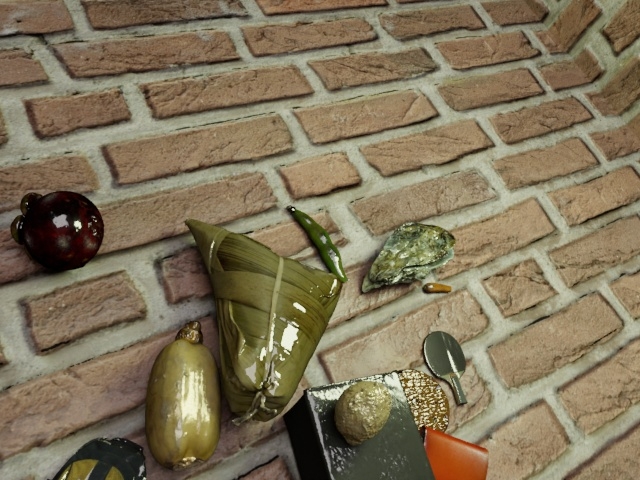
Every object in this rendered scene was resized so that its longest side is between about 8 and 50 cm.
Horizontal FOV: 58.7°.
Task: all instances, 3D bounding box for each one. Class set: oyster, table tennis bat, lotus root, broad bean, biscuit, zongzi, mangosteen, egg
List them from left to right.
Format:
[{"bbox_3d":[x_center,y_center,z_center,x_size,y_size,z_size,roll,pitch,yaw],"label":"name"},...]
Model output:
[{"bbox_3d":[-0.628,-0.023,1.372,0.210,0.210,0.209,10,57,-16],"label":"mangosteen"},{"bbox_3d":[-0.310,0.345,1.295,0.169,0.151,0.342,18,48,-34],"label":"lotus root"},{"bbox_3d":[-0.237,0.199,1.369,0.467,0.218,0.500,23,44,6],"label":"zongzi"},{"bbox_3d":[0.001,0.000,1.691,0.060,0.043,0.297,-29,73,-21],"label":"broad bean"},{"bbox_3d":[0.090,0.362,1.209,0.140,0.116,0.118,-46,106,-9],"label":"egg"},{"bbox_3d":[0.260,0.053,1.714,0.351,0.158,0.162,-31,33,-26],"label":"oyster"},{"bbox_3d":[0.247,0.445,1.519,0.212,0.036,0.212,9,59,-15],"label":"biscuit"},{"bbox_3d":[0.366,0.362,1.628,0.130,0.019,0.220,-5,61,-23],"label":"table tennis bat"}]

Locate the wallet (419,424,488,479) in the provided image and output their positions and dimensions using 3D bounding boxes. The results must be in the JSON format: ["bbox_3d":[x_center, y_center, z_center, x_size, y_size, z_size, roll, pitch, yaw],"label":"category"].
[{"bbox_3d":[0.330,0.572,1.451,0.205,0.045,0.142,24,65,-17],"label":"wallet"}]

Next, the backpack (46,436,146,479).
[{"bbox_3d":[-0.454,0.516,1.148,0.206,0.133,0.258,19,47,5],"label":"backpack"}]

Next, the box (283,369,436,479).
[{"bbox_3d":[0.091,0.511,1.315,0.251,0.204,0.345,-5,63,-24],"label":"box"}]

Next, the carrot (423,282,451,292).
[{"bbox_3d":[0.361,0.146,1.751,0.093,0.032,0.032,6,59,-22],"label":"carrot"}]
